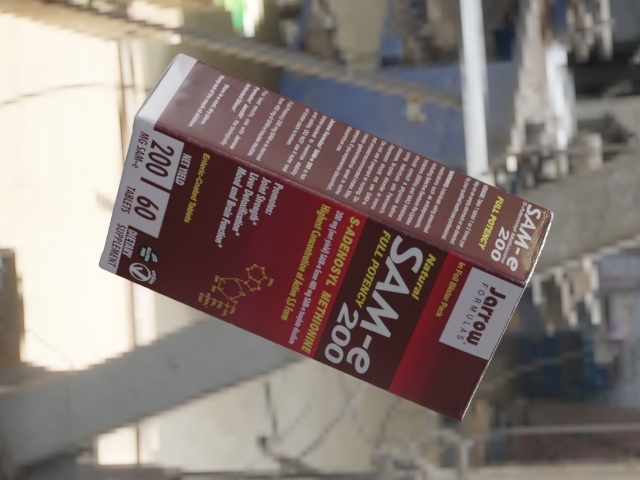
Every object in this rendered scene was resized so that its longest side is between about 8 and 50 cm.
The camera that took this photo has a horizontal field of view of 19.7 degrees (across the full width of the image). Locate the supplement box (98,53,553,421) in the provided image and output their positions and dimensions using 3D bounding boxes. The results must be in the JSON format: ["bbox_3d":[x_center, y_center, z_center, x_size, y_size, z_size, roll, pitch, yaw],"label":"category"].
[{"bbox_3d":[0.000,0.000,1.086,0.073,0.239,0.130,-64,175,-47],"label":"supplement box"}]
